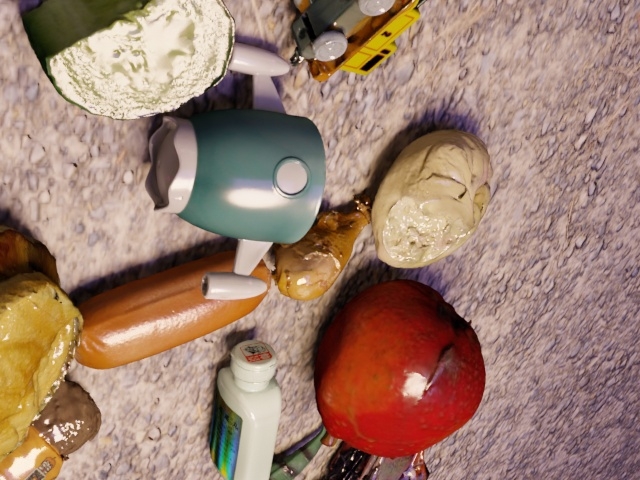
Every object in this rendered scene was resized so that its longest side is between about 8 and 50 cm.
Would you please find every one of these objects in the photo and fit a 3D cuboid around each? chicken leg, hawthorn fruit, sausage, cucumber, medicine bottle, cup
[{"bbox_3d":[0.003,0.002,1.144,0.207,0.101,0.085,-46,145,-30],"label":"chicken leg"},{"bbox_3d":[0.109,0.216,1.257,0.265,0.265,0.307,19,114,-44],"label":"hawthorn fruit"},{"bbox_3d":[-0.190,0.087,1.044,0.274,0.105,0.105,-20,132,-24],"label":"sausage"},{"bbox_3d":[-0.188,-0.218,0.807,0.191,0.130,0.191,-15,129,-19],"label":"cucumber"},{"bbox_3d":[-0.113,0.257,1.215,0.083,0.121,0.229,-11,126,-30],"label":"medicine bottle"},{"bbox_3d":[-0.107,-0.080,0.944,0.173,0.167,0.300,4,93,-28],"label":"cup"}]

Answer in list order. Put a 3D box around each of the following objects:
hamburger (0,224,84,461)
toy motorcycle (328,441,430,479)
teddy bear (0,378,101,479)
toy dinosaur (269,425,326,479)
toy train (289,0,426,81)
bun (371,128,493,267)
[{"bbox_3d":[-0.374,0.123,0.852,0.285,0.134,0.265,-59,171,-11],"label":"hamburger"},{"bbox_3d":[0.074,0.485,1.525,0.207,0.134,0.401,30,100,-40],"label":"toy motorcycle"},{"bbox_3d":[-0.372,0.253,1.015,0.190,0.140,0.177,-44,135,-13],"label":"teddy bear"},{"bbox_3d":[-0.085,0.435,1.406,0.292,0.079,0.120,-31,137,-19],"label":"toy dinosaur"},{"bbox_3d":[0.052,-0.264,0.922,0.127,0.089,0.219,3,149,-46],"label":"toy train"},{"bbox_3d":[0.175,-0.056,1.180,0.237,0.116,0.210,-52,147,-13],"label":"bun"}]
